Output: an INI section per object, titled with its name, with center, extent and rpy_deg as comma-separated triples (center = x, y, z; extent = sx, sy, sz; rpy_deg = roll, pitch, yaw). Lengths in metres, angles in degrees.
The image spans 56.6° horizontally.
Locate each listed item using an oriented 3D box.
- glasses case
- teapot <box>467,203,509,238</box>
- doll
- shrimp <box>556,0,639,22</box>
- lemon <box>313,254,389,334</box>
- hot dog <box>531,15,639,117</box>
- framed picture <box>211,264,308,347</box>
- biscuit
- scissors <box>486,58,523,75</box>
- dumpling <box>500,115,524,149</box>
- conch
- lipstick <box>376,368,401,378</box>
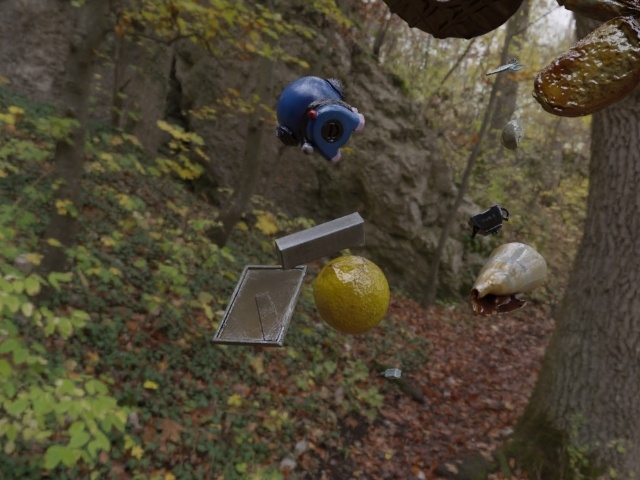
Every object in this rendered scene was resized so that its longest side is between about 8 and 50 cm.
[glasses case]
center = 0.000, 0.000, 1.353
extent = 0.204, 0.071, 0.047
rpy_deg = -20, 46, -12
[teapot]
center = 0.639, -0.063, 2.252
extent = 0.177, 0.096, 0.087
rpy_deg = -27, -17, -2
[doll]
center = -0.018, -0.418, 2.000
extent = 0.240, 0.284, 0.310
rpy_deg = 46, 5, -36
[shrimp]
center = 0.725, -0.634, 1.512
extent = 0.062, 0.154, 0.294
rpy_deg = -16, 50, -45
[lemon]
center = 0.110, 0.189, 2.088
extent = 0.292, 0.293, 0.293
rpy_deg = 11, -3, 1
[hot dog]
center = 0.627, -0.389, 1.378
extent = 0.259, 0.175, 0.114
rpy_deg = -33, -21, 29
[framed picture]
center = -0.181, 0.195, 1.847
extent = 0.231, 0.315, 0.024
rpy_deg = -1, -46, 22
[biscuit]
center = 0.283, -0.540, 1.219
extent = 0.268, 0.115, 0.366
rpy_deg = 42, -23, -22
[scissors]
center = 0.555, -0.522, 1.804
extent = 0.119, 0.058, 0.014
rpy_deg = -20, -40, -10
[dumpling]
center = 0.439, -0.246, 1.372
extent = 0.043, 0.077, 0.059
rpy_deg = -12, 0, -29
[conch]
center = 0.410, 0.085, 1.368
extent = 0.255, 0.158, 0.127
rpy_deg = -9, 34, -37
[lipstick]
center = 0.199, 0.400, 1.774
extent = 0.025, 0.025, 0.107
rpy_deg = 25, -26, -24
